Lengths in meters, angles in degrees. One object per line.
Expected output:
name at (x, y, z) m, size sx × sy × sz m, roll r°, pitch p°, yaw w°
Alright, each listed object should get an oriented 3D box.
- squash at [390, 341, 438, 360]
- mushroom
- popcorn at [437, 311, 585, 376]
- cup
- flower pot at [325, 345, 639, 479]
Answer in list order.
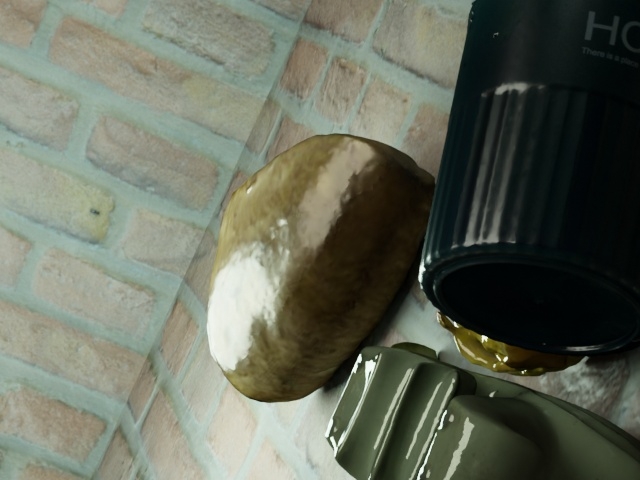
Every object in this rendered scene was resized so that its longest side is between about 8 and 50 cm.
squash at (0.113, 0.217, 2.108) m, size 0.203 × 0.111 × 0.289 m, roll -35°, pitch 34°, yaw 57°
mushroom at (-0.003, 0.030, 2.493) m, size 0.397 × 0.224 × 0.314 m, roll -37°, pitch 32°, yaw 56°
popcorn at (0.219, 0.030, 1.850) m, size 0.250 × 0.190 × 0.250 m, roll 180°, pitch 90°, yaw -80°
cup at (0.249, -0.051, 1.648) m, size 0.242 × 0.308 × 0.292 m, roll -14°, pitch 52°, yaw 47°
flower pot at (0.170, 0.216, 1.695) m, size 0.165 × 0.254 × 0.367 m, roll -67°, pitch 19°, yaw -2°
